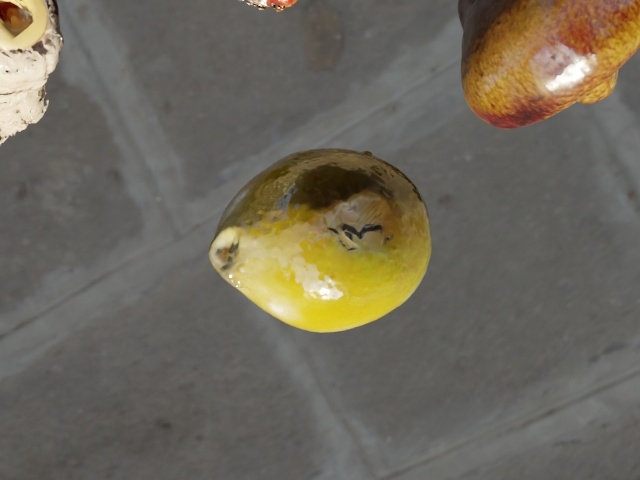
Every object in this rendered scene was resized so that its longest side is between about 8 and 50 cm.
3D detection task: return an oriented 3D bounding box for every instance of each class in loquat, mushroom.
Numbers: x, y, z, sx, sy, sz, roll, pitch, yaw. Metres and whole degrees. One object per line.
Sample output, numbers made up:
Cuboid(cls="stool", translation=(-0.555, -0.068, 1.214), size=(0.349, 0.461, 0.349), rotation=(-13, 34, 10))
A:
Cuboid(cls="loquat", translation=(0.000, 0.000, 1.097), size=(0.152, 0.195, 0.152), rotation=(8, 100, 55))
Cuboid(cls="mushroom", translation=(0.317, -0.263, 1.640), size=(0.345, 0.345, 0.259), rotation=(-36, 112, 26))

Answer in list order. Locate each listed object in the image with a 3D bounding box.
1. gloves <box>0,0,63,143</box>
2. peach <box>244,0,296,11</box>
Cuboid(cls="gloves", translation=(-0.194, -0.106, 0.744), size=(0.110, 0.094, 0.144), rotation=(63, 147, 20))
Cuboid(cls="peach", translation=(-0.057, -0.282, 1.344), size=(0.098, 0.098, 0.061), rotation=(40, 136, 16))
